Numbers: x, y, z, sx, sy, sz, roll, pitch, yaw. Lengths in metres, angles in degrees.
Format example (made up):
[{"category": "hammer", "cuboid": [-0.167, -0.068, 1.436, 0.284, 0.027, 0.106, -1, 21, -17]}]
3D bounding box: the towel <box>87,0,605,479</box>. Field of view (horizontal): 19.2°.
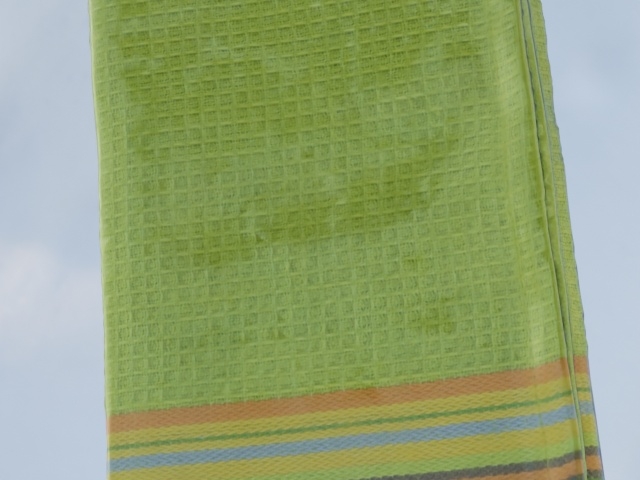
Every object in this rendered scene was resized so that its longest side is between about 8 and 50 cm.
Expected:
[{"category": "towel", "cuboid": [0.000, 0.000, 0.387, 0.102, 0.021, 0.237, -9, 71, 12]}]
